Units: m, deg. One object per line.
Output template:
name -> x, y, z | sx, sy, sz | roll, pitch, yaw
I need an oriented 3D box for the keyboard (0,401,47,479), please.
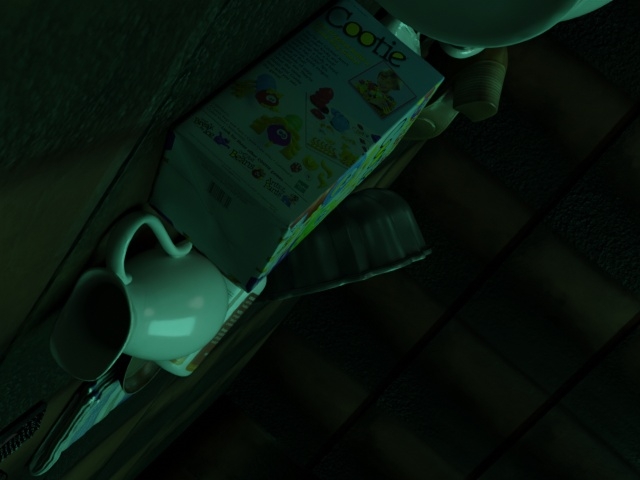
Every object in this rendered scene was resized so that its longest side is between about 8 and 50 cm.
keyboard -> -0.402, 0.279, 1.091 | 0.100, 0.038, 0.192 | -53, 173, 35

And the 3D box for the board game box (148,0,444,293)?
board game box -> -0.022, -0.103, 0.922 | 0.275, 0.144, 0.142 | -45, 174, -34

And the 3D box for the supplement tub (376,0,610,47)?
supplement tub -> 0.169, -0.297, 0.624 | 0.325, 0.235, 0.235 | -45, 173, -35

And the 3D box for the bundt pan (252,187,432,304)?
bundt pan -> 0.000, 0.000, 1.406 | 0.330, 0.124, 0.331 | -15, -177, 1

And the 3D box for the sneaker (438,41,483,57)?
sneaker -> 0.288, -0.430, 1.447 | 0.296, 0.104, 0.147 | -53, 175, -23

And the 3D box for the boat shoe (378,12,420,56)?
boat shoe -> 0.112, -0.286, 1.233 | 0.063, 0.066, 0.184 | -50, 165, 17

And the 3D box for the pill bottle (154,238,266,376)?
pill bottle -> -0.149, 0.060, 1.160 | 0.216, 0.121, 0.121 | -49, 175, -1

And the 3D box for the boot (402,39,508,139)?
boot -> 0.201, -0.306, 1.579 | 0.283, 0.109, 0.220 | -13, -119, 45

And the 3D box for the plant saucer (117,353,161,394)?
plant saucer -> -0.250, 0.149, 1.325 | 0.168, 0.029, 0.168 | -56, 169, -17

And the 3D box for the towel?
towel -> -0.337, 0.248, 1.434 | 0.209, 0.034, 0.285 | -51, 175, 26

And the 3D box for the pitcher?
pitcher -> -0.177, 0.049, 0.961 | 0.207, 0.125, 0.178 | -8, 124, -65
